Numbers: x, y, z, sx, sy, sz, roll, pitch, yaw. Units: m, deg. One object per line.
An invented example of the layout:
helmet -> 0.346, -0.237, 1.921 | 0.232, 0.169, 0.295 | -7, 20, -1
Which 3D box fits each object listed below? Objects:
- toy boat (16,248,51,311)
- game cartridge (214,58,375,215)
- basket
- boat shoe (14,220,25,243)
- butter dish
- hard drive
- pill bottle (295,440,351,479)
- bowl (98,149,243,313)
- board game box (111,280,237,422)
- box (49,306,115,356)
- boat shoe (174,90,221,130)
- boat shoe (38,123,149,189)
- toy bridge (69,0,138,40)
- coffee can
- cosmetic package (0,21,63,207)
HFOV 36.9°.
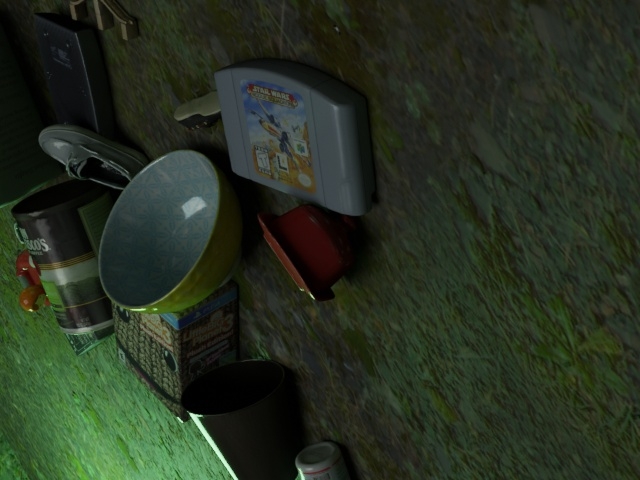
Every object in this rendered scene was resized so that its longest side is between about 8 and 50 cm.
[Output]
toy boat -> -0.621, 0.106, 2.181 | 0.231, 0.151, 0.151 | 0, 124, 36
game cartridge -> -0.046, -0.163, 1.411 | 0.297, 0.062, 0.198 | 22, 135, 43
basket -> -0.130, 0.361, 1.815 | 0.204, 0.154, 0.227 | -14, 119, 11
boat shoe -> -0.683, -0.035, 2.290 | 0.302, 0.091, 0.114 | -13, 104, 55
butter dish -> 0.000, 0.000, 1.423 | 0.160, 0.118, 0.160 | 56, -172, 7
hard drive -> -0.470, -0.306, 1.849 | 0.172, 0.054, 0.255 | 29, 136, 39
pill bottle -> 0.017, 0.456, 1.752 | 0.087, 0.087, 0.160 | 3, 116, 51
bowl -> -0.227, 0.006, 1.647 | 0.289, 0.290, 0.156 | 18, 170, 45
board game box -> -0.288, 0.166, 1.883 | 0.232, 0.141, 0.291 | 35, 139, 33
box -> -0.611, 0.159, 2.371 | 0.231, 0.056, 0.183 | 59, 145, 2
boat shoe -> -0.184, -0.210, 1.565 | 0.133, 0.049, 0.042 | -7, 142, 45
boat shoe -> -0.440, -0.154, 1.819 | 0.227, 0.081, 0.079 | 18, 132, 6
toy bridge -> -0.384, -0.404, 1.691 | 0.188, 0.026, 0.063 | 27, 132, 39
coffee can -> -0.496, 0.028, 1.999 | 0.201, 0.201, 0.276 | 7, 120, 50
cosmetic package -> -0.830, -0.238, 2.036 | 0.327, 0.329, 0.394 | -10, 107, 28
